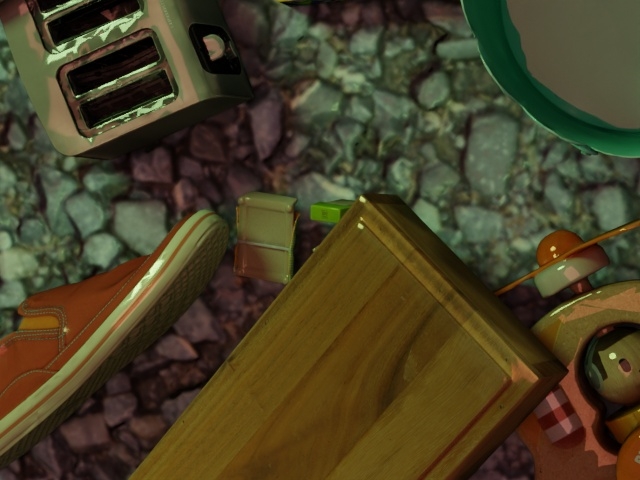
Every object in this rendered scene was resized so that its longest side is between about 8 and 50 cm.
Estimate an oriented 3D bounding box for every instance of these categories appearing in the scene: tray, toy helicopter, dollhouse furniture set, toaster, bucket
[{"bbox_3d":[-0.012,0.181,1.134,0.203,0.076,0.411,47,110,20],"label":"tray"},{"bbox_3d":[0.166,0.097,1.127,0.355,0.140,0.235,-2,97,20],"label":"toy helicopter"},{"bbox_3d":[0.000,0.000,1.205,0.151,0.058,0.076,9,103,30],"label":"dollhouse furniture set"},{"bbox_3d":[-0.173,-0.167,1.184,0.185,0.110,0.168,-21,88,12],"label":"toaster"},{"bbox_3d":[0.246,-0.201,1.062,0.281,0.183,0.281,1,93,11],"label":"bucket"}]

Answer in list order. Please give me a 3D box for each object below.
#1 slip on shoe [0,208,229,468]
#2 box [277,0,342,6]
[{"bbox_3d":[-0.215,0.078,1.209,0.331,0.123,0.101,-40,82,16],"label":"slip on shoe"},{"bbox_3d":[0.047,-0.234,1.164,0.169,0.054,0.059,-4,93,11],"label":"box"}]
